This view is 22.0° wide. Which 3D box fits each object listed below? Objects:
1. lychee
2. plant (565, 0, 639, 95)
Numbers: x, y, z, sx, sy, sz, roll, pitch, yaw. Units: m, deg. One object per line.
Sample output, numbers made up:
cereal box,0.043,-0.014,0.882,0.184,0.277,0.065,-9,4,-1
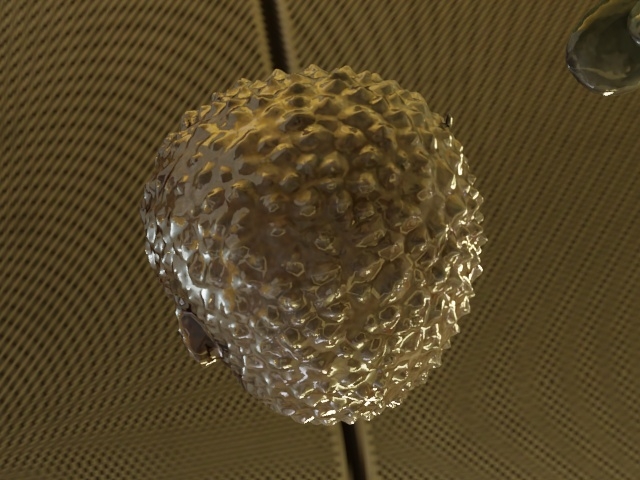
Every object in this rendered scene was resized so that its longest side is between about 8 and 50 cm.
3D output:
lychee,-0.001,0.003,1.356,0.300,0.300,0.300,2,-100,-14
plant,0.264,-0.175,0.959,0.274,0.146,0.149,-50,-64,-28
